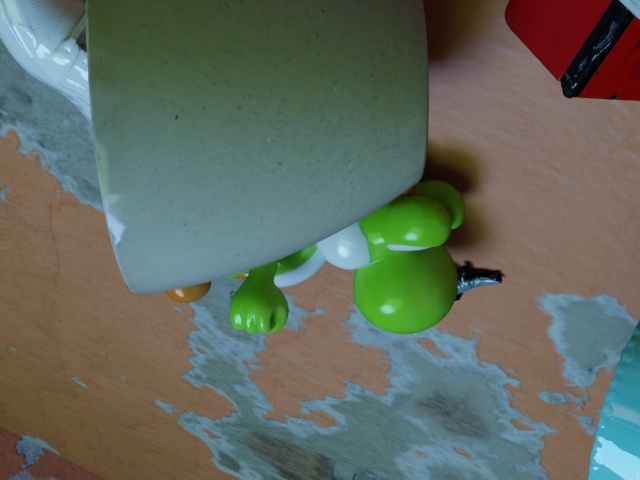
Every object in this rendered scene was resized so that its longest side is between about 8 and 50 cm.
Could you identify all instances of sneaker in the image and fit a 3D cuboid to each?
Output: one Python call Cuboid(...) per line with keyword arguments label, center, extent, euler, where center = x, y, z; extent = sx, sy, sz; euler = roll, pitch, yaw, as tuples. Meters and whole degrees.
Cuboid(label="sneaker", center=(-0.194, -0.182, 1.017), extent=(0.169, 0.108, 0.292), euler=(3, 149, 34))

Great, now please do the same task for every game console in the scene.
Cuboid(label="game console", center=(0.227, -0.182, 0.757), extent=(0.124, 0.085, 0.144), euler=(1, 151, -13))

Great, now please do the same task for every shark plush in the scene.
Cuboid(label="shark plush", center=(0.136, 0.052, 1.151), extent=(0.161, 0.073, 0.067), euler=(-29, 138, 32))

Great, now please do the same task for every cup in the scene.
Cuboid(label="cup", center=(-0.039, -0.126, 0.813), extent=(0.237, 0.331, 0.331), euler=(-3, 145, -2))

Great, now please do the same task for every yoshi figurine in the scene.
Cuboid(label="yoshi figurine", center=(0.002, 0.028, 1.086), extent=(0.362, 0.203, 0.203), euler=(-5, 150, 39))

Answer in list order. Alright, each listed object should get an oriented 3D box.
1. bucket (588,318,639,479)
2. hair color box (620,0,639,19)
Cuboid(label="bucket", center=(0.375, 0.168, 0.897), extent=(0.183, 0.281, 0.281), euler=(20, 148, 32))
Cuboid(label="hair color box", center=(0.276, -0.235, 0.475), extent=(0.185, 0.113, 0.374), euler=(54, 159, 27))
